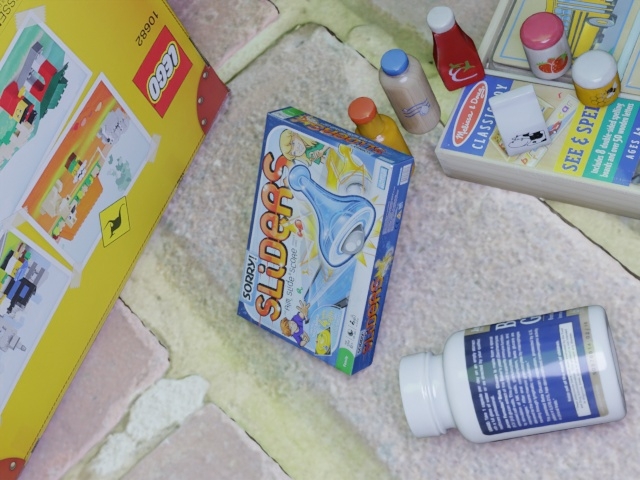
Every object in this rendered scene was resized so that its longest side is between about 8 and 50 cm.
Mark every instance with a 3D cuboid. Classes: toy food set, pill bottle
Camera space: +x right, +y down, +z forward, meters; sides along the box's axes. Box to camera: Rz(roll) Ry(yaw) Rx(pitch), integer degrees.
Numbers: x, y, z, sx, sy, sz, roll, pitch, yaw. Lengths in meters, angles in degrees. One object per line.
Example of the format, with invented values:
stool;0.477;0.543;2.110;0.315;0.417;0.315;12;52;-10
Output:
toy food set;0.137;-0.142;1.067;0.232;0.104;0.111;-18;58;12
pill bottle;0.154;0.112;0.990;0.169;0.094;0.094;-12;59;14

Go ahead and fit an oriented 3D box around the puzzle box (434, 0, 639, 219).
puzzle box;0.303;-0.215;1.137;0.272;0.052;0.409;14;69;27

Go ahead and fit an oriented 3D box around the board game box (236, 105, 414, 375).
board game box;0.000;0.000;1.069;0.136;0.035;0.201;25;118;31

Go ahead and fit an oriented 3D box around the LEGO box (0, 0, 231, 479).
LEGO box;-0.331;-0.053;1.101;0.193;0.372;0.500;17;69;28
